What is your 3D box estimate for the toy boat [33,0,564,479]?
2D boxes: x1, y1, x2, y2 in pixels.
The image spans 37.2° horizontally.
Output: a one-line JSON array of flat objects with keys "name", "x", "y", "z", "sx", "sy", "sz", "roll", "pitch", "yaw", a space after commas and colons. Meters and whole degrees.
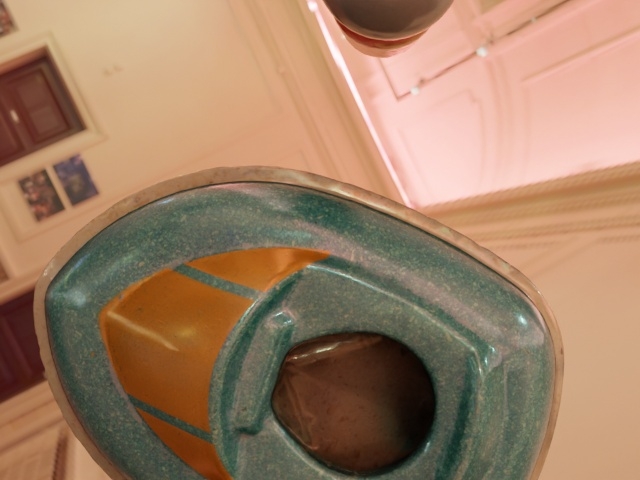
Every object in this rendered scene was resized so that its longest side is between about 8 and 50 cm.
[{"name": "toy boat", "x": 0.000, "y": 0.000, "z": 0.458, "sx": 0.148, "sy": 0.267, "sz": 0.318, "roll": -40, "pitch": 143, "yaw": -88}]
